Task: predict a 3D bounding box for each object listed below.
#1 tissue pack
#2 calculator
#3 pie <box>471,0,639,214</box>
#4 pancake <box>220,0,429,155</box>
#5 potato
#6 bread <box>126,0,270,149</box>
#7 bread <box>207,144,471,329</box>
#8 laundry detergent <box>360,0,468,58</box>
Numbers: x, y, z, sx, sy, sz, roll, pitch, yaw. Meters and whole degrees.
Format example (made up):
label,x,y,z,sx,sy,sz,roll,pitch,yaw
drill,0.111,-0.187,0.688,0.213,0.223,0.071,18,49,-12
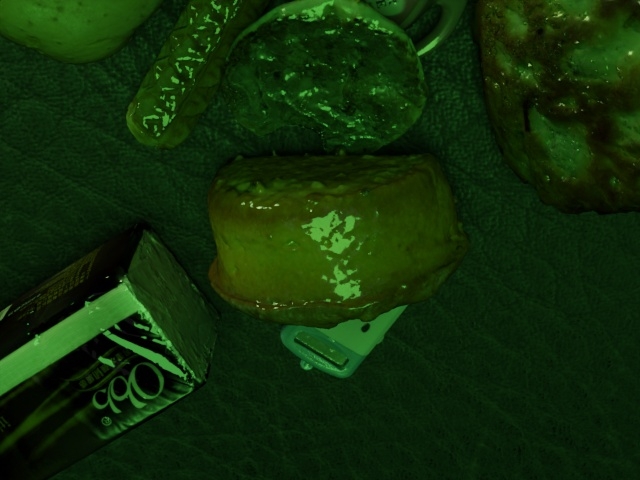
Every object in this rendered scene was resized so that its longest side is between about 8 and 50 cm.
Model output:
label,x,y,z,sx,sy,sz,roll,pitch,yaw
tissue pack,-0.336,0.162,1.312,0.370,0.210,0.198,-31,112,13
calculator,0.036,0.098,1.369,0.121,0.039,0.210,34,109,-10
pie,0.284,-0.186,1.127,0.103,0.288,0.354,-30,133,-26
pancake,0.007,-0.189,1.204,0.254,0.037,0.253,5,140,5
potato,-0.289,-0.316,1.119,0.285,0.242,0.242,17,112,-22
bread,-0.120,-0.265,1.204,0.084,0.077,0.367,30,109,-10
bread,0.000,0.000,1.218,0.340,0.179,0.194,0,109,17
laundry detergent,0.108,-0.294,1.192,0.237,0.076,0.171,-9,116,2
